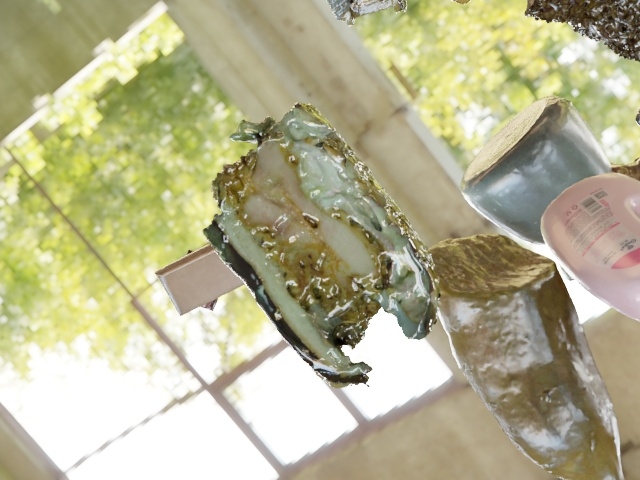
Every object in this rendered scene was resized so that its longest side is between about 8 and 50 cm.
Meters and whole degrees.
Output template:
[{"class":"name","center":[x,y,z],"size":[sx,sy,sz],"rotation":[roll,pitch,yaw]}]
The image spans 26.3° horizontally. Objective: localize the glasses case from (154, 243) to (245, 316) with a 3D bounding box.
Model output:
[{"class":"glasses case","center":[-0.144,0.041,2.066],"size":[0.193,0.102,0.070],"rotation":[-27,-156,-3]}]

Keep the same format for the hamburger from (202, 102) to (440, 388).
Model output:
[{"class":"hamburger","center":[0.000,0.000,1.394],"size":[0.167,0.288,0.192],"rotation":[-37,179,6]}]

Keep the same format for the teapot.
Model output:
[{"class":"teapot","center":[0.419,-0.090,2.180],"size":[0.305,0.285,0.223],"rotation":[-43,-171,15]}]

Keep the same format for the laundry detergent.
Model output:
[{"class":"laundry detergent","center":[0.391,0.026,1.632],"size":[0.159,0.088,0.335],"rotation":[-30,-149,-3]}]

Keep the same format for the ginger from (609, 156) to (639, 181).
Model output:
[{"class":"ginger","center":[0.605,-0.074,2.573],"size":[0.274,0.153,0.357],"rotation":[-7,168,10]}]

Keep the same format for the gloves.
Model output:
[{"class":"gloves","center":[0.299,-0.255,1.353],"size":[0.135,0.312,0.210],"rotation":[-69,163,8]}]

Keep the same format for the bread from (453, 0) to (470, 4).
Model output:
[{"class":"bread","center":[0.179,-0.342,1.668],"size":[0.049,0.062,0.103],"rotation":[-50,170,-48]}]

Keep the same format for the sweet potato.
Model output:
[{"class":"sweet potato","center":[0.253,0.156,1.640],"size":[0.157,0.370,0.158],"rotation":[-24,180,0]}]

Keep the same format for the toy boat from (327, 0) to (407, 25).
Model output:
[{"class":"toy boat","center":[0.025,-0.572,2.298],"size":[0.135,0.446,0.162],"rotation":[-13,-155,12]}]
